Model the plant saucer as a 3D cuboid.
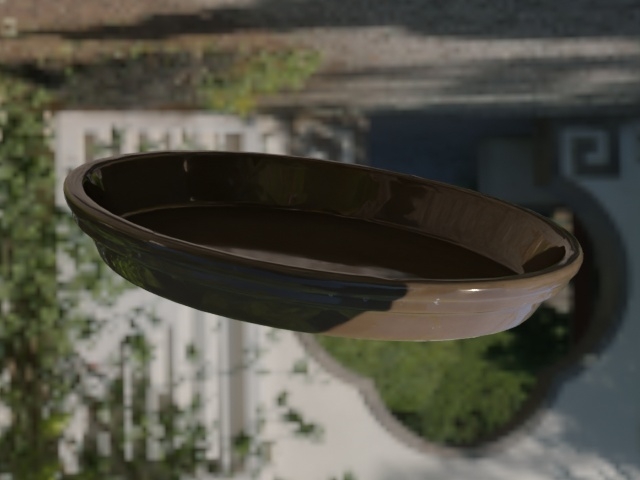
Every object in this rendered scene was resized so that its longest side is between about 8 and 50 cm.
[{"bbox_3d":[0.000,0.000,0.937,0.278,0.041,0.278,8,-167,-2],"label":"plant saucer"}]
